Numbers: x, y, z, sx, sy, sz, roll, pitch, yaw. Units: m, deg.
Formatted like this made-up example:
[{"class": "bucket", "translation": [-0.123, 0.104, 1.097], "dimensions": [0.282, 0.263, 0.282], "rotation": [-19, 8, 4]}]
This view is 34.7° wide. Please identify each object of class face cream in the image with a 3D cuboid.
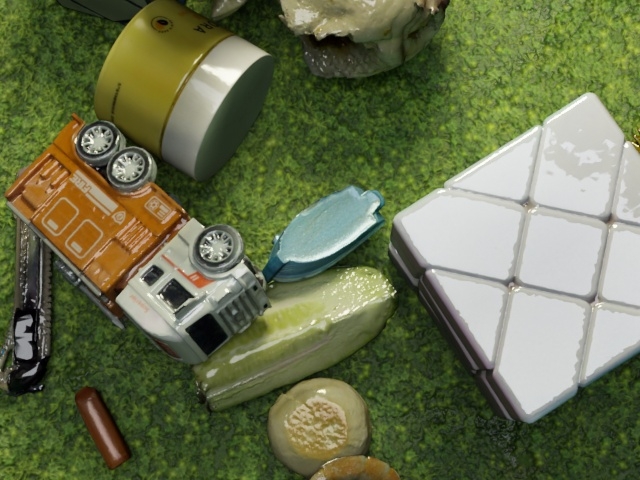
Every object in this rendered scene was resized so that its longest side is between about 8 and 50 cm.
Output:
[{"class": "face cream", "translation": [-0.201, -0.225, 1.523], "dimensions": [0.179, 0.218, 0.218], "rotation": [31, 84, 8]}]

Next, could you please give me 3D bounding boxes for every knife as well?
[{"class": "knife", "translation": [-0.455, 0.057, 1.583], "dimensions": [0.089, 0.043, 0.365], "rotation": [1, 81, 1]}]

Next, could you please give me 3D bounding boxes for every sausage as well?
[{"class": "sausage", "translation": [-0.329, 0.280, 1.544], "dimensions": [0.039, 0.041, 0.131], "rotation": [-29, 81, 3]}]

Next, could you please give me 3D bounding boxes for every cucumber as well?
[{"class": "cucumber", "translation": [-0.042, 0.136, 1.526], "dimensions": [0.326, 0.105, 0.145], "rotation": [-24, 49, -2]}]

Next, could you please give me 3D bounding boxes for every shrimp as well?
[{"class": "shrimp", "translation": [0.008, 0.442, 1.473], "dimensions": [0.169, 0.058, 0.296], "rotation": [32, 87, -18]}]

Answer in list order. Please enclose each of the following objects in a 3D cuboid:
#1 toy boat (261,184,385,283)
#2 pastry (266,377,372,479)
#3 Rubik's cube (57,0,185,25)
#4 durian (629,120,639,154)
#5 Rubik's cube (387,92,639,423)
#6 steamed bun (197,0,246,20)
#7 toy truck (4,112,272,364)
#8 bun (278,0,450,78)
[{"class": "toy boat", "translation": [0.000, 0.000, 1.540], "dimensions": [0.215, 0.102, 0.088], "rotation": [-34, 79, -18]}, {"class": "pastry", "translation": [-0.001, 0.277, 1.506], "dimensions": [0.157, 0.092, 0.156], "rotation": [0, 90, 6]}, {"class": "Rubik's cube", "translation": [-0.306, -0.460, 1.571], "dimensions": [0.207, 0.205, 0.205], "rotation": [16, 82, 6]}, {"class": "durian", "translation": [0.535, -0.110, 1.512], "dimensions": [0.167, 0.172, 0.306], "rotation": [1, 72, -21]}, {"class": "Rubik's cube", "translation": [0.306, 0.038, 1.414], "dimensions": [0.322, 0.316, 0.318], "rotation": [-33, 81, -4]}, {"class": "steamed bun", "translation": [-0.088, -0.465, 1.493], "dimensions": [0.428, 0.247, 0.189], "rotation": [-48, 120, -30]}, {"class": "toy truck", "translation": [-0.263, 0.010, 1.466], "dimensions": [0.387, 0.173, 0.207], "rotation": [40, 78, 24]}, {"class": "bun", "translation": [0.083, -0.360, 1.505], "dimensions": [0.205, 0.281, 0.281], "rotation": [28, 84, 13]}]
